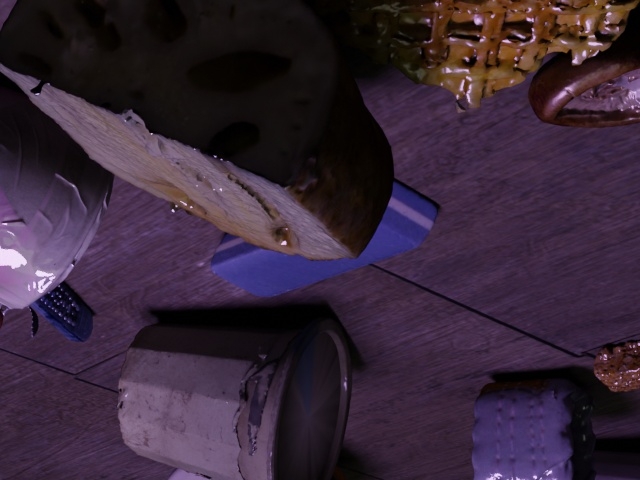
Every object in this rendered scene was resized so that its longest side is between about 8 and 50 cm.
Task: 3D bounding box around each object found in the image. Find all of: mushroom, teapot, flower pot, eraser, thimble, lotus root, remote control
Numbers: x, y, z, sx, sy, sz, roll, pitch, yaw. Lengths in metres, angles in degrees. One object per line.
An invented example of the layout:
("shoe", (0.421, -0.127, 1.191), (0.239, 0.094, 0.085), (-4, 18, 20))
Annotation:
("mushroom", (0.211, -0.119, 1.208), (0.123, 0.052, 0.123), (-11, 162, -4))
("teapot", (-0.278, -0.064, 1.364), (0.178, 0.221, 0.163), (32, 106, -26))
("flower pot", (-0.094, 0.176, 1.727), (0.202, 0.212, 0.212), (4, 155, 20))
("eraser", (0.000, 0.000, 1.518), (0.225, 0.036, 0.082), (-20, 144, 41))
("thimble", (0.233, 0.226, 1.800), (0.118, 0.151, 0.127), (-5, 166, 24))
("lotus root", (-0.048, -0.088, 1.176), (0.267, 0.149, 0.260), (25, 172, 28))
("remote control", (-0.273, 0.064, 1.701), (0.027, 0.043, 0.152), (10, 157, 20))

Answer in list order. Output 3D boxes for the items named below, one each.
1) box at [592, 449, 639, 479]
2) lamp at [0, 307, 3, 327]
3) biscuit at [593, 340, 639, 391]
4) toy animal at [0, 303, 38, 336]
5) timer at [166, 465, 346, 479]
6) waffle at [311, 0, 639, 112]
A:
("box", (0.355, 0.326, 1.934), (0.206, 0.262, 0.291), (3, 118, 29))
("lamp", (-0.380, 0.084, 1.706), (0.107, 0.092, 0.107), (-27, 156, -13))
("biscuit", (0.377, 0.120, 1.687), (0.199, 0.034, 0.064), (-12, 149, 31))
("toy animal", (-0.313, 0.063, 1.690), (0.028, 0.084, 0.050), (-31, 179, -21))
("timer", (-0.094, 0.360, 2.035), (0.233, 0.233, 0.240), (-6, -165, 24))
("waffle", (0.108, -0.184, 1.076), (0.245, 0.052, 0.254), (26, 140, -36))
